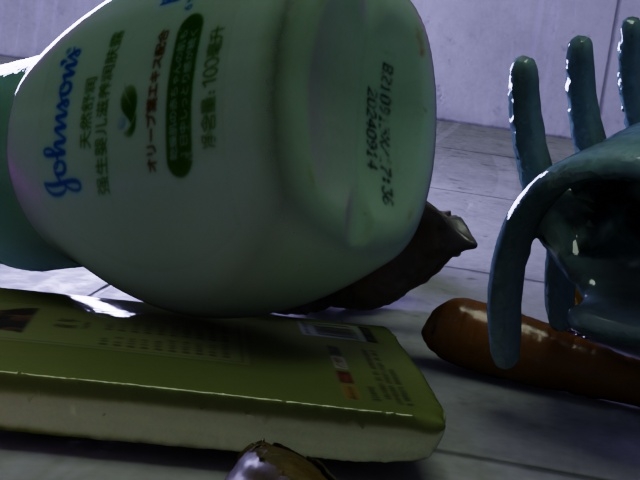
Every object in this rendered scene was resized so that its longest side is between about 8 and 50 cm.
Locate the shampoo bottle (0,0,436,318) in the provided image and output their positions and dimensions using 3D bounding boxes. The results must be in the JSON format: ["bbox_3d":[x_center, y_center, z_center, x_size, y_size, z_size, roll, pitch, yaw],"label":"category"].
[{"bbox_3d":[-0.104,-0.060,0.819,0.349,0.222,0.151,-5,-11,42],"label":"shampoo bottle"}]

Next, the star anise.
[{"bbox_3d":[-0.001,0.000,0.937,0.198,0.111,0.257,-4,4,1],"label":"star anise"}]

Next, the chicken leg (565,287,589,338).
[{"bbox_3d":[0.315,0.040,1.038,0.304,0.093,0.113,5,-1,-34],"label":"chicken leg"}]

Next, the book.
[{"bbox_3d":[-0.120,0.062,0.728,0.352,0.035,0.239,6,8,-5],"label":"book"}]

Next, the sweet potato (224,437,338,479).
[{"bbox_3d":[0.020,0.118,0.478,0.081,0.062,0.233,19,-2,-40],"label":"sweet potato"}]

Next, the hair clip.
[{"bbox_3d":[0.270,-0.030,0.758,0.238,0.392,0.318,14,29,42],"label":"hair clip"}]

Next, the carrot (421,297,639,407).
[{"bbox_3d":[0.168,0.080,0.830,0.216,0.048,0.048,16,13,16],"label":"carrot"}]
